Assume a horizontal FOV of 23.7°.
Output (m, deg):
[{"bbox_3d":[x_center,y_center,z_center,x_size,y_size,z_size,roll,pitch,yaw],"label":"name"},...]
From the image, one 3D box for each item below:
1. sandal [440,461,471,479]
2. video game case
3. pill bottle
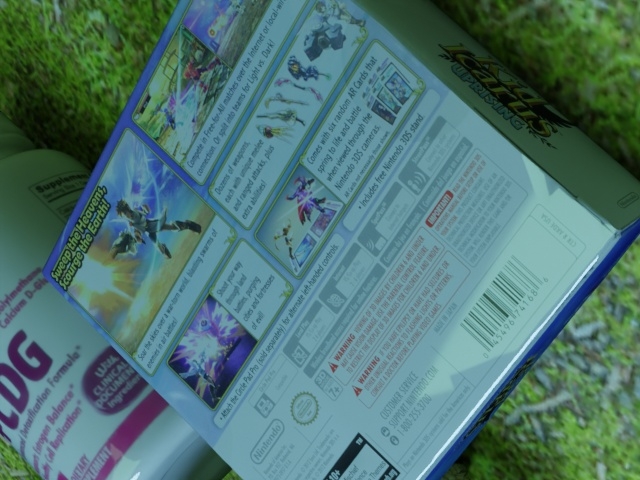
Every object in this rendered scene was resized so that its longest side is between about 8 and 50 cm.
[{"bbox_3d":[0.036,0.143,0.892,0.240,0.088,0.079,6,120,54],"label":"sandal"},{"bbox_3d":[0.000,0.000,0.778,0.244,0.061,0.269,43,126,14],"label":"video game case"},{"bbox_3d":[-0.170,0.044,0.976,0.283,0.160,0.160,42,143,17],"label":"pill bottle"}]
